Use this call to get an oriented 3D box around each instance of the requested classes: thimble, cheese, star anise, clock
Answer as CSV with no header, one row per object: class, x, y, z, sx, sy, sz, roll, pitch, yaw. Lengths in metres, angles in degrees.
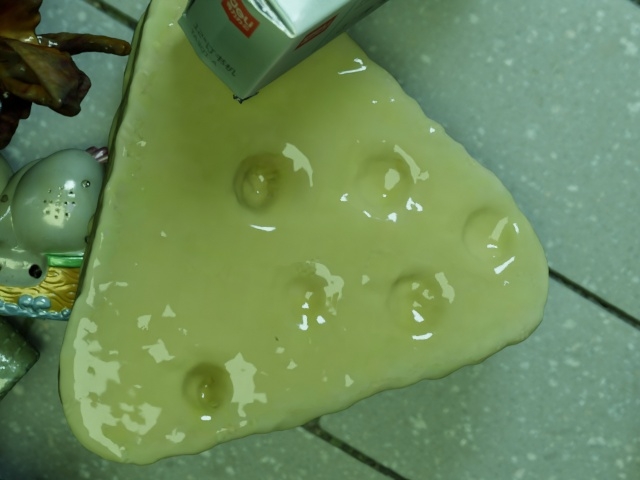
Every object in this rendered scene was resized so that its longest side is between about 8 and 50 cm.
thimble,-0.288,0.112,1.099,0.062,0.084,0.110,44,111,-4
cheese,0.000,-0.001,1.006,0.383,0.104,0.384,1,86,-11
star anise,-0.238,-0.147,0.989,0.196,0.111,0.212,-45,65,36
clock,-0.248,-0.013,1.060,0.230,0.103,0.144,6,90,-1

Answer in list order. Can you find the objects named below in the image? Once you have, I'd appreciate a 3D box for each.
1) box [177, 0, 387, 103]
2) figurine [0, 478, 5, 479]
box,0.033,-0.211,0.919,0.269,0.135,0.079,-38,91,-23
figurine,-0.292,0.233,1.063,0.377,0.266,0.361,5,120,-21
